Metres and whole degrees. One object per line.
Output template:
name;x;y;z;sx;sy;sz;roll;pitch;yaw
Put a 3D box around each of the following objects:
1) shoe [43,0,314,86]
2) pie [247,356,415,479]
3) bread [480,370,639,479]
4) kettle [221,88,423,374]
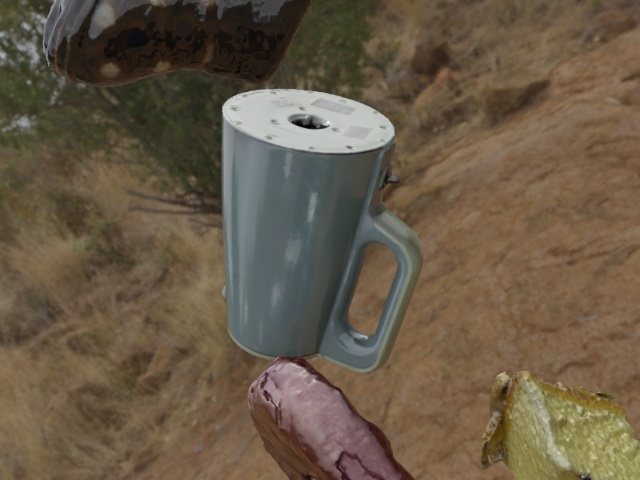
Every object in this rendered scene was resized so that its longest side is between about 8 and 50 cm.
shoe;-0.152;-0.290;1.010;0.384;0.237;0.171;-50;1;-32
pie;0.020;0.182;0.590;0.054;0.204;0.218;-35;58;-18
bread;0.237;0.188;0.718;0.152;0.127;0.147;-8;37;-12
kettle;0.000;0.000;0.758;0.210;0.243;0.160;17;30;18
